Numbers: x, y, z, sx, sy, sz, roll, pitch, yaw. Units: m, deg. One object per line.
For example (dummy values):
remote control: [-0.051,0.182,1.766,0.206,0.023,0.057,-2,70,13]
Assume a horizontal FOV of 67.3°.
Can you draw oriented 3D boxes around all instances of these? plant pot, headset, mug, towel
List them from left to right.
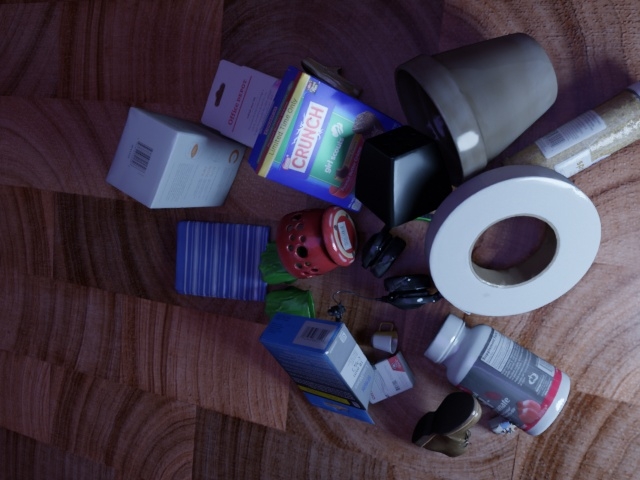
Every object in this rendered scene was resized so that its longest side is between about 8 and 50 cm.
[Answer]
towel: [-0.318,0.064,1.542,0.335,0.040,0.243,4,95,18]
plant pot: [0.000,0.000,1.320,0.174,0.191,0.191,-13,90,28]
mug: [0.182,0.280,1.368,0.064,0.078,0.062,2,128,29]
headset: [0.194,0.086,1.270,0.394,0.185,0.243,-34,83,8]
plant pot: [0.197,-0.170,1.175,0.187,0.188,0.167,-23,129,-15]
plant pot: [0.371,-0.329,1.130,0.280,0.323,0.323,-29,85,2]

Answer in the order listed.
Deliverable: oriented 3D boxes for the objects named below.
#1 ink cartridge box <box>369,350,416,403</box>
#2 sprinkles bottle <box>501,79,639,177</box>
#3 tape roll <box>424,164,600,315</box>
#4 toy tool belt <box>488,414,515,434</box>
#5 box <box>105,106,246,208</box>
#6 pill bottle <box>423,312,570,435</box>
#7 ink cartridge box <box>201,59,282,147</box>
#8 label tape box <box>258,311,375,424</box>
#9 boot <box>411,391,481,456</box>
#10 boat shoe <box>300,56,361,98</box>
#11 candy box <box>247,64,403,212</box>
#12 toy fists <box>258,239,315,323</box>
ink cartridge box: [0.186,0.388,1.368,0.135,0.056,0.099,-29,84,21]
sprinkles bottle: [0.612,-0.230,1.122,0.355,0.121,0.121,-30,84,21]
tape roll: [0.442,0.013,1.130,0.391,0.072,0.392,0,123,0]
toy tool belt: [0.493,0.487,1.275,0.083,0.052,0.051,-34,114,23]
box: [-0.395,-0.224,1.372,0.168,0.345,0.215,29,104,16]
pill bottle: [0.431,0.322,1.209,0.318,0.176,0.176,32,105,15]
ink cartridge box: [-0.148,-0.362,1.389,0.353,0.119,0.207,26,104,15]
label tape box: [0.014,0.355,1.345,0.240,0.106,0.334,2,136,39]
boot: [0.350,0.482,1.243,0.115,0.112,0.305,29,143,5]
boat shoe: [0.033,-0.460,1.350,0.190,0.068,0.072,40,95,3]
candy box: [0.013,-0.252,1.243,0.268,0.317,0.122,-64,29,14]
toy fists: [-0.103,0.135,1.435,0.142,0.096,0.279,-8,90,12]
